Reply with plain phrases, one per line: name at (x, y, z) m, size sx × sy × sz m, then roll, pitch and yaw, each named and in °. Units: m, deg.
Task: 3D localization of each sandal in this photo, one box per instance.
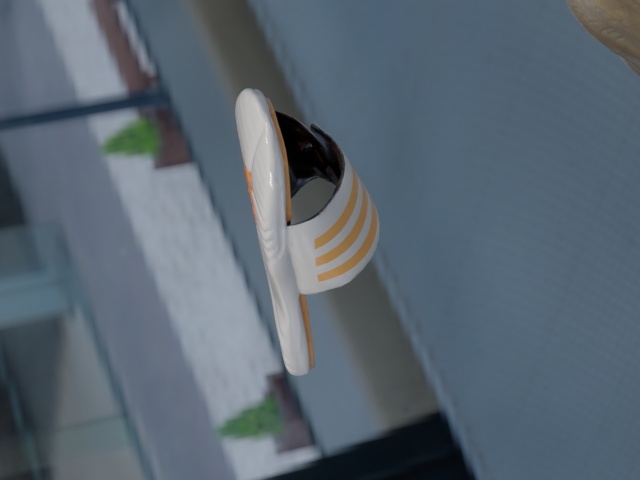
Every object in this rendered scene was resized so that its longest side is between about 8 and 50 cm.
sandal at (-0.002, -0.008, 1.247) m, size 0.265 × 0.076 × 0.102 m, roll 81°, pitch 176°, yaw -58°

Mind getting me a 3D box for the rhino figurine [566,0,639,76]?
rhino figurine at (0.130, -0.075, 0.605) m, size 0.243 × 0.106 × 0.073 m, roll -6°, pitch -62°, yaw -77°
